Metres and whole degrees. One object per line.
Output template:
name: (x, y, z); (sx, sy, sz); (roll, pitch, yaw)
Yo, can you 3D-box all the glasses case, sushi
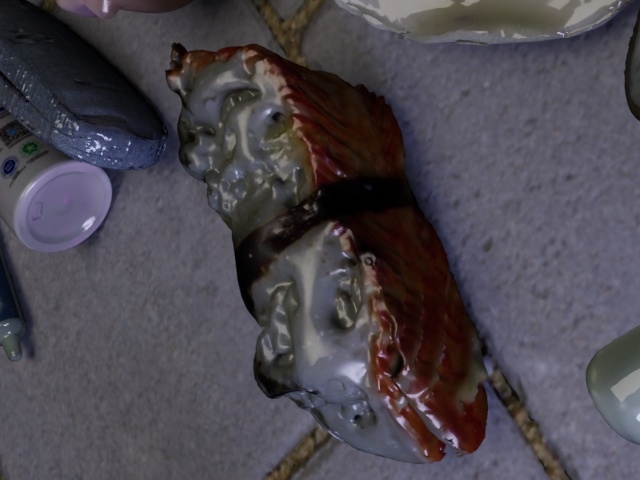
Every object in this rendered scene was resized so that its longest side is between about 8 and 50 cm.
glasses case: (-0.226, -0.138, 1.247); (0.282, 0.109, 0.067); (40, 115, 40)
sushi: (0.000, 0.000, 0.996); (0.130, 0.124, 0.332); (-31, 67, 31)

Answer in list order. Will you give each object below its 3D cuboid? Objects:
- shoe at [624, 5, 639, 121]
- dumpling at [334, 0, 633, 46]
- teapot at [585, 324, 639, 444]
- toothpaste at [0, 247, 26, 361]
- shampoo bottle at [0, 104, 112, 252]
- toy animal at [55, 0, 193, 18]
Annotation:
shoe: (0.248, -0.171, 0.789); (0.098, 0.103, 0.275); (36, 118, 19)
dumpling: (0.097, -0.247, 0.907); (0.341, 0.181, 0.260); (-4, 110, 6)
teapot: (0.283, -0.011, 0.698); (0.220, 0.149, 0.318); (33, 108, 43)
toothpaste: (-0.300, 0.026, 1.360); (0.057, 0.035, 0.197); (-38, 58, 18)
shampoo bottle: (-0.293, -0.105, 1.324); (0.303, 0.092, 0.092); (42, 115, 39)
toy animal: (-0.124, -0.318, 1.097); (0.269, 0.237, 0.326); (22, 99, 36)
